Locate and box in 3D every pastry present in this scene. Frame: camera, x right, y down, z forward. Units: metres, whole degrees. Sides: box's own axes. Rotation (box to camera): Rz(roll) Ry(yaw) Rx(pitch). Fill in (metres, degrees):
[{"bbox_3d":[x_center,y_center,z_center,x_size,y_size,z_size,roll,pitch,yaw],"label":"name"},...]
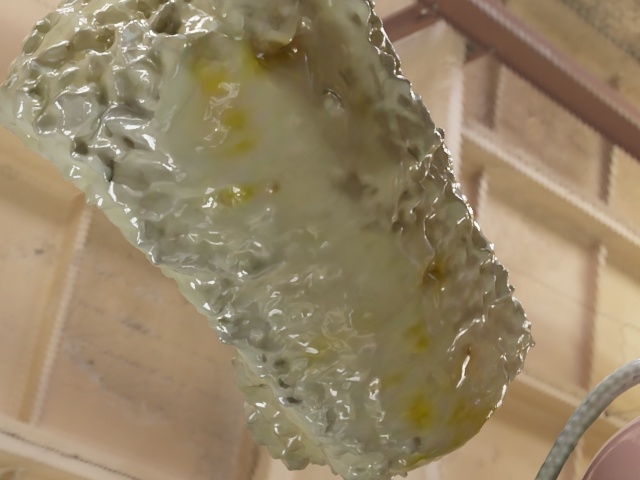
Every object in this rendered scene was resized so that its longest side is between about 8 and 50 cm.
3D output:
[{"bbox_3d":[-0.006,0.002,0.449,0.089,0.121,0.258,57,176,48],"label":"pastry"}]

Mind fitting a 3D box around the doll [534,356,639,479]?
[{"bbox_3d":[0.151,0.093,0.393,0.284,0.268,0.216,54,-140,-72],"label":"doll"}]
